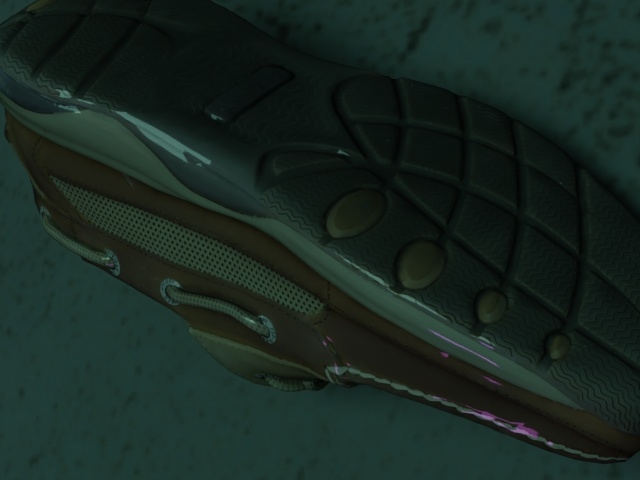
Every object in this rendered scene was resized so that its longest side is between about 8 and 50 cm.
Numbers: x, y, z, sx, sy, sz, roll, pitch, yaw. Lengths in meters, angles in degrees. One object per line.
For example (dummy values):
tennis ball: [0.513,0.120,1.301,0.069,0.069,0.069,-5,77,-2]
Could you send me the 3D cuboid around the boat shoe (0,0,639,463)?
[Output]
boat shoe: [0.000,0.000,0.623,0.324,0.123,0.116,31,135,29]
